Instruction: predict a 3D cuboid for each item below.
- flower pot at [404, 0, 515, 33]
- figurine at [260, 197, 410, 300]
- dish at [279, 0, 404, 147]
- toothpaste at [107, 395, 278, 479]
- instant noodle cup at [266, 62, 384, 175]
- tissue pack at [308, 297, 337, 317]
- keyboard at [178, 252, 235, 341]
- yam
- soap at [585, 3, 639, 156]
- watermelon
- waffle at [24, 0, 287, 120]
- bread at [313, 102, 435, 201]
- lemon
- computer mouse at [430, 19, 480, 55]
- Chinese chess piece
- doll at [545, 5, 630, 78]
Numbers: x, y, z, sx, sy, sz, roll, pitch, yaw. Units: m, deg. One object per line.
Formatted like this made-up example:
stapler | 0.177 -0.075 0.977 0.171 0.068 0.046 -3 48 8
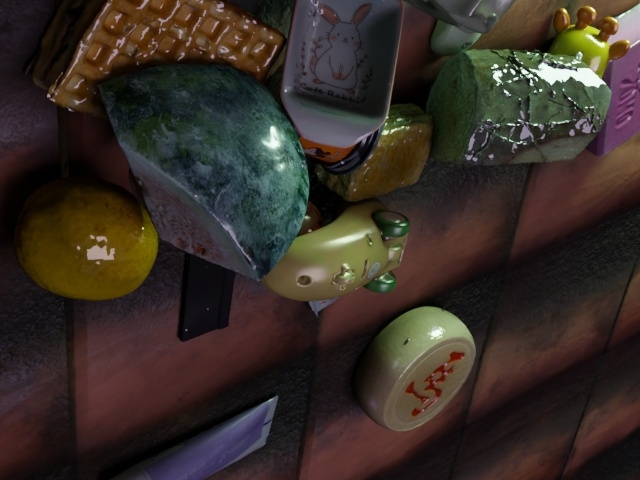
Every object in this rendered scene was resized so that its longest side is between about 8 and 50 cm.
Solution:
flower pot | 0.114 -0.429 1.550 0.164 0.254 0.367 -50 143 2
figurine | 0.000 0.000 1.870 0.324 0.222 0.124 -22 133 -51
dish | 0.021 -0.236 1.636 0.154 0.234 0.064 13 163 -12
toothpaste | -0.216 0.390 2.126 0.371 0.080 0.125 -21 136 -40
instant noodle cup | -0.004 -0.191 1.735 0.125 0.178 0.208 9 129 -35
tissue pack | 0.048 0.042 2.110 0.193 0.026 0.122 -36 142 -16
keyboard | -0.168 0.029 1.882 0.101 0.018 0.310 -18 135 -33
yam | 0.324 -0.216 1.963 0.271 0.202 0.201 4 96 -23
soap | 0.577 -0.304 2.289 0.181 0.081 0.259 -32 142 -21
watermelon | -0.139 -0.071 1.527 0.213 0.289 0.320 -33 168 34
waffle | -0.203 -0.238 1.539 0.308 0.091 0.213 18 110 -51
bread | 0.097 -0.145 1.924 0.196 0.102 0.138 -11 133 -42
lemon | -0.306 -0.002 1.580 0.207 0.170 0.170 15 112 -41
computer mouse | 0.235 -0.368 1.900 0.089 0.056 0.182 -19 135 -40
Chinese chess piece | 0.190 0.258 2.394 0.273 0.102 0.273 -27 139 -27
doll | 0.445 -0.308 2.120 0.221 0.143 0.135 -63 172 29
